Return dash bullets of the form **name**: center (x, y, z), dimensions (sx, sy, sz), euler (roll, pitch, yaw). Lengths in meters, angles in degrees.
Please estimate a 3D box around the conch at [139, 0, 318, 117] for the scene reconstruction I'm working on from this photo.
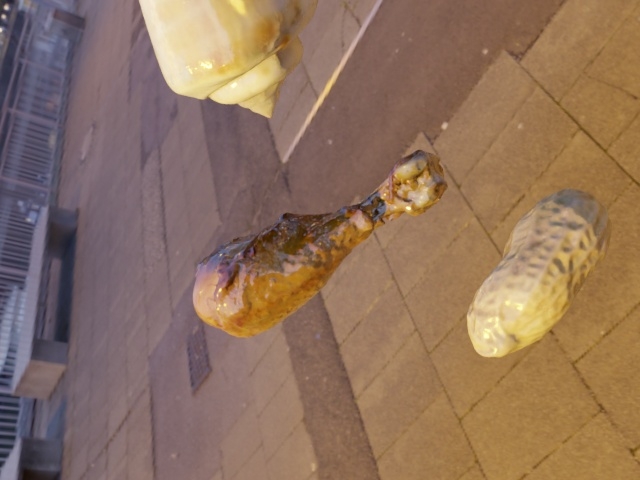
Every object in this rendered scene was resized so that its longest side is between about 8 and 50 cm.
- **conch**: center (-0.075, -0.208, 0.492), dimensions (0.158, 0.255, 0.127), euler (-36, 45, -13)

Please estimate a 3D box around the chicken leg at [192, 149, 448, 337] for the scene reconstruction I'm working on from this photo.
- **chicken leg**: center (0.002, 0.002, 0.558), dimensions (0.252, 0.087, 0.107), euler (-31, 11, 6)

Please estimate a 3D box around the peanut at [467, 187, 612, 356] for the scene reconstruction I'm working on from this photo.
- **peanut**: center (0.350, 0.051, 1.027), dimensions (0.325, 0.140, 0.153), euler (-51, 29, -6)
